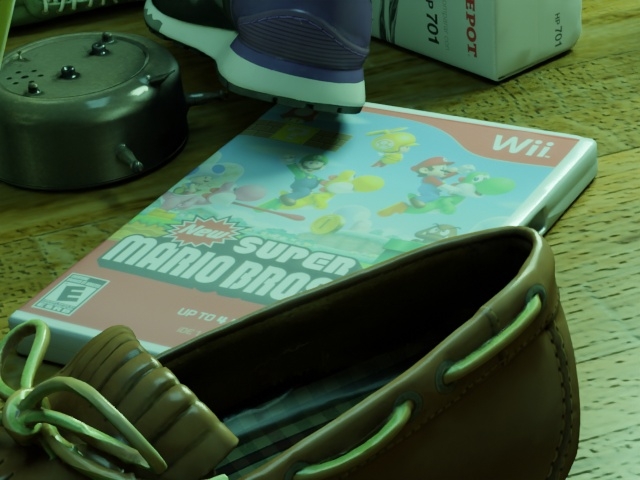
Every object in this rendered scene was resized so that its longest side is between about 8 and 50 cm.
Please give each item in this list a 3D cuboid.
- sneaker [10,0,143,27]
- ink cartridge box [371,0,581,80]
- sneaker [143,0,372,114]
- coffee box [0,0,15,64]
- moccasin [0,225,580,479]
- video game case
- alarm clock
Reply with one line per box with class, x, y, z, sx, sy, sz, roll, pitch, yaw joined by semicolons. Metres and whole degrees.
sneaker;-0.164;-0.196;1.339;0.086;0.064;0.192;14;31;41
ink cartridge box;0.074;-0.201;1.228;0.082;0.139;0.191;-25;34;-32
sneaker;-0.028;-0.168;1.159;0.107;0.124;0.283;6;14;-23
coffee box;-0.356;-0.218;1.041;0.338;0.337;0.334;7;23;-24
moccasin;-0.066;0.087;0.727;0.380;0.147;0.139;-15;30;-17
video game case;0.000;0.000;0.999;0.204;0.025;0.285;11;33;28
alarm clock;-0.166;-0.086;1.151;0.192;0.064;0.129;6;31;27
